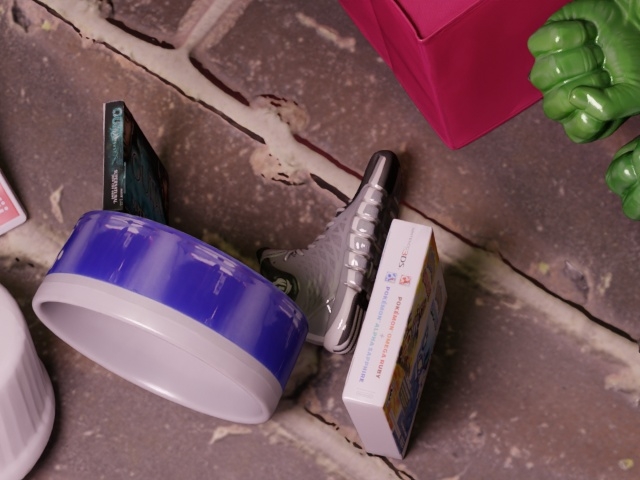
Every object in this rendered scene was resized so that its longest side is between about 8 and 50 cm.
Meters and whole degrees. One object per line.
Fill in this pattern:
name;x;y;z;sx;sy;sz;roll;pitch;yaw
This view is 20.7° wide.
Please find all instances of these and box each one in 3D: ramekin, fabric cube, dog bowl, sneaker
ramekin;-0.420;0.145;1.807;0.277;0.135;0.277;-1;44;1
fabric cube;0.159;-0.302;1.850;0.254;0.258;0.259;-33;65;-3
dog bowl;-0.149;0.079;1.758;0.264;0.265;0.104;19;71;19
sneaker;0.000;0.000;1.858;0.132;0.086;0.229;11;72;19

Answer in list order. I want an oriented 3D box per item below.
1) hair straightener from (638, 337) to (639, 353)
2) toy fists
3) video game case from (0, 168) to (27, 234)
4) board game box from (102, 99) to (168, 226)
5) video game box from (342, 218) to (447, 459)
hair straightener;0.374;0.017;1.787;0.089;0.047;0.230;22;74;19
toy fists;0.324;-0.122;1.756;0.142;0.096;0.279;-39;90;-3
video game case;-0.501;-0.043;1.952;0.285;0.025;0.204;-29;104;0
board game box;-0.195;-0.053;1.865;0.026;0.186;0.126;-6;68;8
video game box;0.077;0.102;1.733;0.048;0.205;0.187;10;71;12
